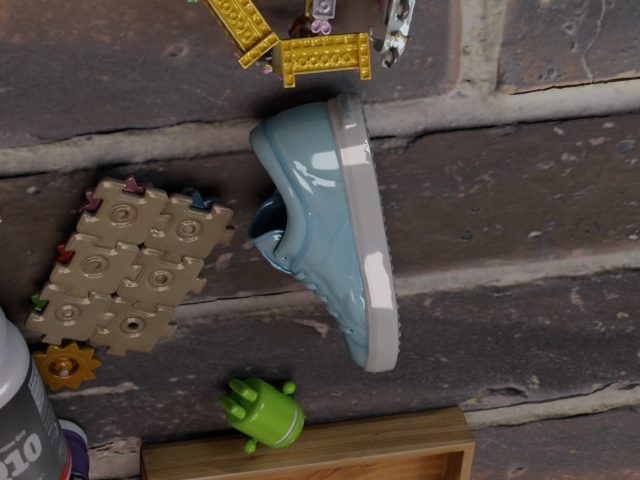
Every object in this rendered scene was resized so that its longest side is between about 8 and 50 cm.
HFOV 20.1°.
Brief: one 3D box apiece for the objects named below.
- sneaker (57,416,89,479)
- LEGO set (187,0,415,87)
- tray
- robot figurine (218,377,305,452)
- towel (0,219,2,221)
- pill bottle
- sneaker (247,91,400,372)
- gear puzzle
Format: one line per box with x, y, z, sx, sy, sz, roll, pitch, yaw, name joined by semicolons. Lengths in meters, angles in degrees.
-0.405;0.321;2.152;0.283;0.124;0.107;-28;132;11;sneaker
-0.055;-0.224;1.798;0.287;0.107;0.132;16;91;-22;LEGO set
-0.021;0.326;2.288;0.411;0.076;0.203;-6;131;-13;tray
-0.068;0.208;2.181;0.115;0.067;0.101;34;86;-35;robot figurine
-0.421;0.009;1.901;0.152;0.023;0.113;-33;168;17;towel
-0.386;0.180;2.000;0.161;0.161;0.283;-15;135;-2;pill bottle
0.000;0.000;1.982;0.150;0.135;0.366;-9;125;3;sneaker
-0.232;0.054;2.020;0.175;0.044;0.339;12;130;-27;gear puzzle
